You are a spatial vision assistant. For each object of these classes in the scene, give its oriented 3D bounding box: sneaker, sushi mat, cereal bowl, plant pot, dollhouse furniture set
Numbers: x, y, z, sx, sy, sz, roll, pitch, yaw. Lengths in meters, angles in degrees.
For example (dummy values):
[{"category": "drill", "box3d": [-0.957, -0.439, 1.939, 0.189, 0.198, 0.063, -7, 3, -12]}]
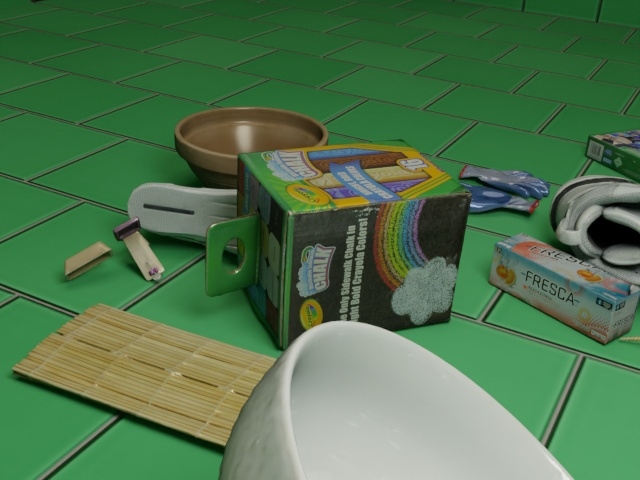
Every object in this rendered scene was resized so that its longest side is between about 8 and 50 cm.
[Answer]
[{"category": "sneaker", "box3d": [0.477, -0.005, 1.047, 0.365, 0.137, 0.210, 7, 13, 18]}, {"category": "sushi mat", "box3d": [-0.148, 0.141, 0.845, 0.316, 0.019, 0.151, 14, 30, 20]}, {"category": "cereal bowl", "box3d": [0.066, 0.216, 0.510, 0.339, 0.141, 0.339, 37, 19, -15]}, {"category": "plant pot", "box3d": [-0.108, -0.123, 1.270, 0.237, 0.110, 0.237, 3, 26, -2]}, {"category": "dollhouse furniture set", "box3d": [-0.259, 0.042, 1.039, 0.114, 0.091, 0.081, -32, 81, -16]}, {"category": "sneaker", "box3d": [-0.129, -0.031, 1.112, 0.258, 0.094, 0.091, 15, 4, 0]}]

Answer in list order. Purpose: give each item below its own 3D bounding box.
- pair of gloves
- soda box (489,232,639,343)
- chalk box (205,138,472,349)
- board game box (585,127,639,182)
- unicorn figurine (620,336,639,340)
[{"category": "pair of gloves", "box3d": [0.286, -0.081, 1.334, 0.159, 0.023, 0.198, 13, 27, 22]}, {"category": "soda box", "box3d": [0.300, 0.056, 1.019, 0.058, 0.063, 0.183, -18, 34, -36]}, {"category": "chalk box", "box3d": [0.000, 0.000, 0.965, 0.289, 0.180, 0.179, -6, 28, -21]}, {"category": "board game box", "box3d": [0.663, -0.128, 1.447, 0.213, 0.046, 0.317, -9, 29, -25]}, {"category": "unicorn figurine", "box3d": [0.450, 0.085, 0.957, 0.162, 0.111, 0.060, 9, 13, -22]}]
